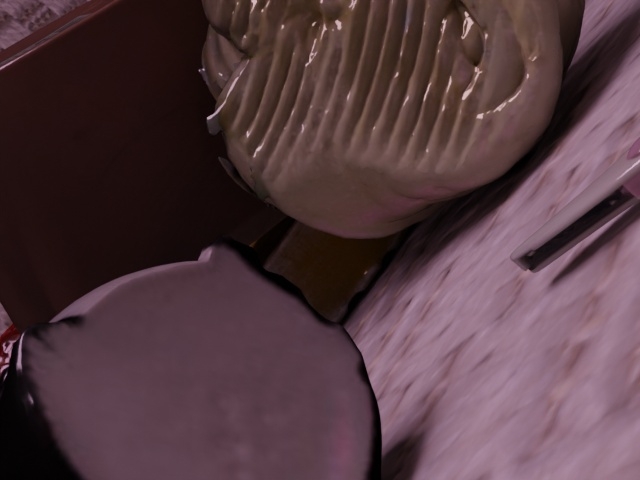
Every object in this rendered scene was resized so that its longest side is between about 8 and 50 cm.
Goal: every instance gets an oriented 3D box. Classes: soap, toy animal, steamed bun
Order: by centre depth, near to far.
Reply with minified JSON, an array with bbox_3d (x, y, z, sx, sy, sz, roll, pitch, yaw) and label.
[{"bbox_3d":[-0.091,0.127,0.543,0.187,0.165,0.235,-25,-15,-46],"label":"toy animal"},{"bbox_3d":[0.062,-0.150,0.814,0.280,0.267,0.207,-21,-2,29],"label":"steamed bun"},{"bbox_3d":[0.000,0.000,1.040,0.173,0.089,0.274,-52,7,-9],"label":"soap"}]

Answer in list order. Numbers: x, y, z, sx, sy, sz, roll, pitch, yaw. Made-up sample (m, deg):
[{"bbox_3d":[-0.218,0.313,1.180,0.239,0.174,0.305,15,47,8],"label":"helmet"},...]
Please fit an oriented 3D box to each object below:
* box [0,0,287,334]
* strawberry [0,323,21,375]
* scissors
[{"bbox_3d":[-0.175,-0.080,0.949,0.301,0.216,0.301,-25,18,9],"label":"box"},{"bbox_3d":[-0.212,0.158,1.057,0.274,0.220,0.274,-47,5,5],"label":"strawberry"},{"bbox_3d":[0.142,-0.037,0.466,0.176,0.022,0.085,-44,10,36],"label":"scissors"}]
